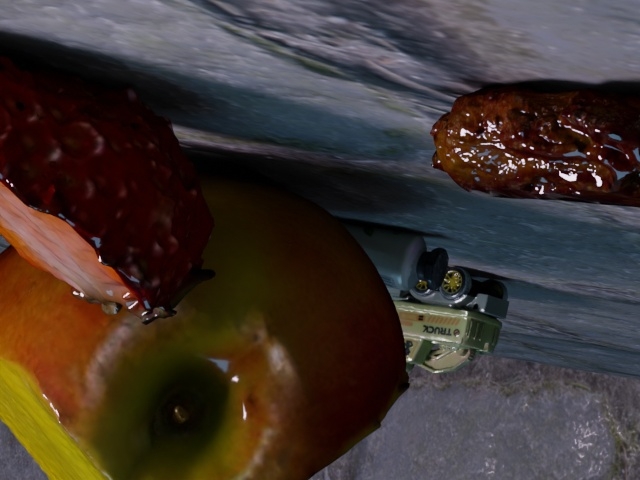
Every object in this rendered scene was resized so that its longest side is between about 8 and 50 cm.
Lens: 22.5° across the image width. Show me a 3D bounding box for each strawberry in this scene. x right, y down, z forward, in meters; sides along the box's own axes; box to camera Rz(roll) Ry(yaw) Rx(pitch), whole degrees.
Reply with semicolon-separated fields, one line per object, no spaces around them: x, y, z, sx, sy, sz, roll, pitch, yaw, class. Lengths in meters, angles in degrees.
-0.152;-0.056;0.935;0.190;0.111;0.236;20;160;48;strawberry

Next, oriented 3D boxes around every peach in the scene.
-0.106;0.064;1.209;0.306;0.242;0.380;-32;-175;-16;peach

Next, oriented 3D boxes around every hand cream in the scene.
0.000;0.000;1.419;0.234;0.050;0.080;14;176;24;hand cream

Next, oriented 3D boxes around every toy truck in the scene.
0.098;0.084;1.655;0.191;0.116;0.085;6;171;38;toy truck

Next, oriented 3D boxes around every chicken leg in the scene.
0.101;-0.042;0.755;0.089;0.048;0.219;19;171;-33;chicken leg
